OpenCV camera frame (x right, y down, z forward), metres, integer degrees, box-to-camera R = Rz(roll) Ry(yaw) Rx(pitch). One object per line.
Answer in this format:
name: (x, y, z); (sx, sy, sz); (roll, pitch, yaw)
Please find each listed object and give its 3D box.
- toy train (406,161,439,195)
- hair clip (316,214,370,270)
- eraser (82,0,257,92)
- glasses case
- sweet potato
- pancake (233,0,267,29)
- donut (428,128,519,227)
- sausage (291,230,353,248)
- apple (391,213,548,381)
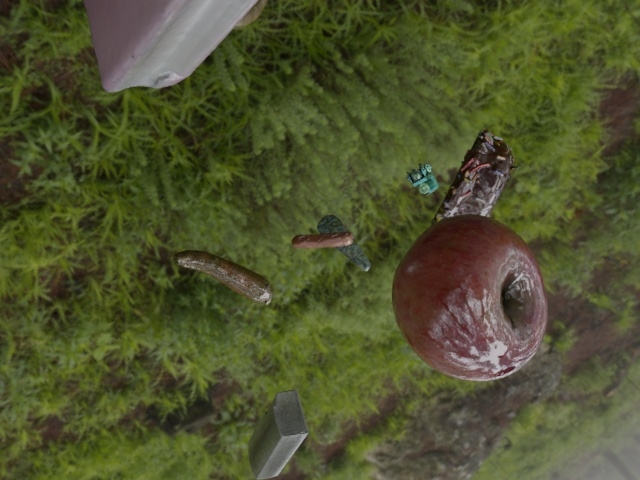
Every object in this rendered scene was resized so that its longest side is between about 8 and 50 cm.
toy train: (0.143, -0.084, 0.941); (0.029, 0.045, 0.092); (-28, -179, 18)
hair clip: (0.059, 0.001, 1.763); (0.066, 0.229, 0.036); (-36, 140, -7)
eraser: (-0.180, -0.370, 0.809); (0.122, 0.272, 0.359); (-10, 170, -36)
glasses case: (-0.071, 0.306, 1.050); (0.047, 0.070, 0.205); (-4, 147, -21)
sweet potato: (-0.244, 0.083, 1.734); (0.075, 0.273, 0.075); (-60, -169, 19)
pancake: (-0.142, -0.462, 1.086); (0.222, 0.042, 0.236); (-53, 139, -42)
donut: (0.284, -0.084, 1.258); (0.216, 0.096, 0.230); (-59, 173, -32)
sausage: (0.000, 0.000, 1.544); (0.158, 0.036, 0.042); (-4, 167, 29)
apple: (0.136, 0.052, 0.627); (0.153, 0.153, 0.120); (-19, -174, -41)
